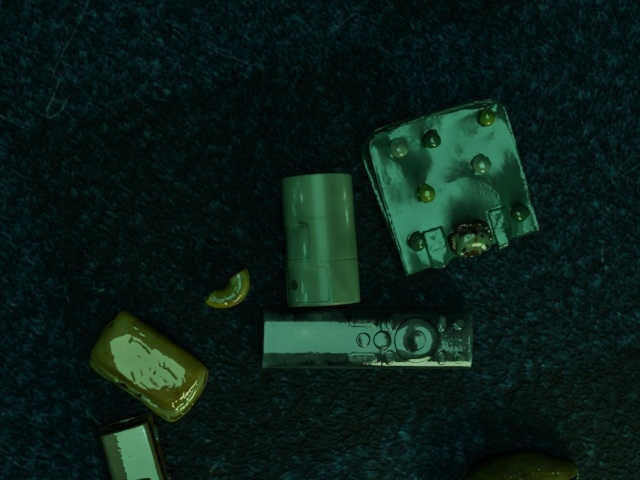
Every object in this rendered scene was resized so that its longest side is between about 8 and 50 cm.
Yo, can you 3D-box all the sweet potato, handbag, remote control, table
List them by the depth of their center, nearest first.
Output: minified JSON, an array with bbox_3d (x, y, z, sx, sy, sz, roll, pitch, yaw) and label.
[{"bbox_3d":[0.000,0.000,1.429,0.126,0.126,0.220,-3,90,-8],"label":"table"},{"bbox_3d":[0.233,-0.100,1.475,0.268,0.100,0.274,-17,91,-8],"label":"handbag"},{"bbox_3d":[0.084,0.174,1.483,0.377,0.044,0.107,2,93,-7],"label":"remote control"},{"bbox_3d":[0.332,0.436,1.503,0.285,0.085,0.112,-15,126,-18],"label":"sweet potato"}]

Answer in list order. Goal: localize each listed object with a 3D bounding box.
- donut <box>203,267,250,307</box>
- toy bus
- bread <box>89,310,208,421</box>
[{"bbox_3d":[-0.162,0.085,1.452,0.083,0.038,0.067,-4,93,-9],"label":"donut"},{"bbox_3d":[-0.301,0.391,1.398,0.091,0.103,0.182,-15,92,-7],"label":"toy bus"},{"bbox_3d":[-0.290,0.215,1.420,0.200,0.077,0.116,37,77,-7],"label":"bread"}]
